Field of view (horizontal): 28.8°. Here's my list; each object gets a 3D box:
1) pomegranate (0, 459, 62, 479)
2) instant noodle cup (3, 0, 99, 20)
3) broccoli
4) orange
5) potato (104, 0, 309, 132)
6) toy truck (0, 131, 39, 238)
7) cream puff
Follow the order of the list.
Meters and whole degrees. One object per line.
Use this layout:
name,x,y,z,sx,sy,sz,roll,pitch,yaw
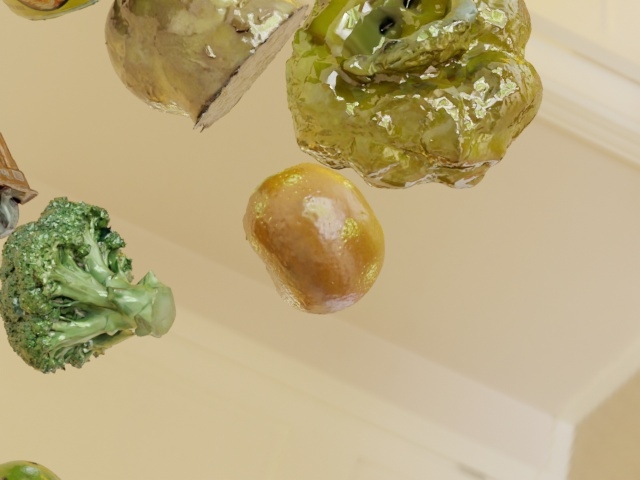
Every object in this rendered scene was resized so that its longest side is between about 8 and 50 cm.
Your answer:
pomegranate,-0.444,0.375,1.695,0.202,0.248,0.202,-39,-14,-12
instant noodle cup,-0.403,-0.492,1.806,0.325,0.326,0.254,-70,-35,-43
broccoli,-0.342,0.077,1.788,0.270,0.270,0.270,13,-90,-69
orange,0.004,0.003,1.816,0.179,0.237,0.158,-38,32,-17
potato,-0.198,-0.332,1.935,0.289,0.237,0.301,-47,1,5
toy truck,-0.470,-0.032,1.245,0.338,0.184,0.133,-29,-15,13
cream puff,0.094,-0.181,1.251,0.185,0.282,0.282,98,-165,-71
